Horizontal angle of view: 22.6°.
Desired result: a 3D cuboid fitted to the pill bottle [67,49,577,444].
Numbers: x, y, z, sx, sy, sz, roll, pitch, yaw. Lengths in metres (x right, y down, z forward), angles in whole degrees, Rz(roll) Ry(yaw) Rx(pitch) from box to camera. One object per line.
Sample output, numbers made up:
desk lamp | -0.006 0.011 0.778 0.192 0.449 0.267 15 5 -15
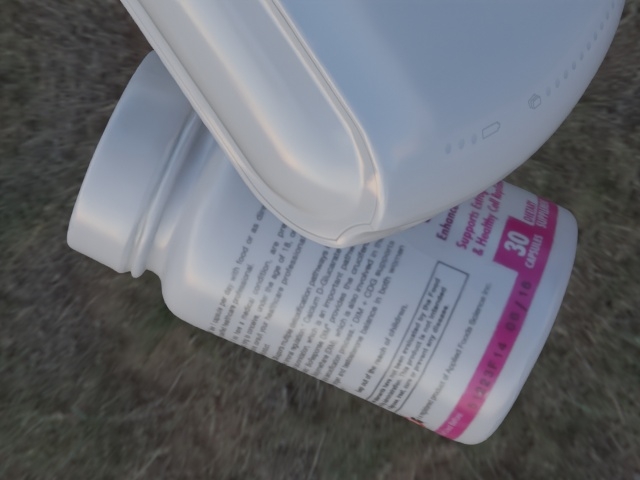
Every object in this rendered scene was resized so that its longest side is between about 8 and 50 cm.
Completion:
pill bottle | 0.000 0.000 0.988 0.283 0.160 0.160 23 95 -1

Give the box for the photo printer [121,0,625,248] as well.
photo printer | 0.010 -0.164 0.768 0.256 0.107 0.307 -40 100 -40
